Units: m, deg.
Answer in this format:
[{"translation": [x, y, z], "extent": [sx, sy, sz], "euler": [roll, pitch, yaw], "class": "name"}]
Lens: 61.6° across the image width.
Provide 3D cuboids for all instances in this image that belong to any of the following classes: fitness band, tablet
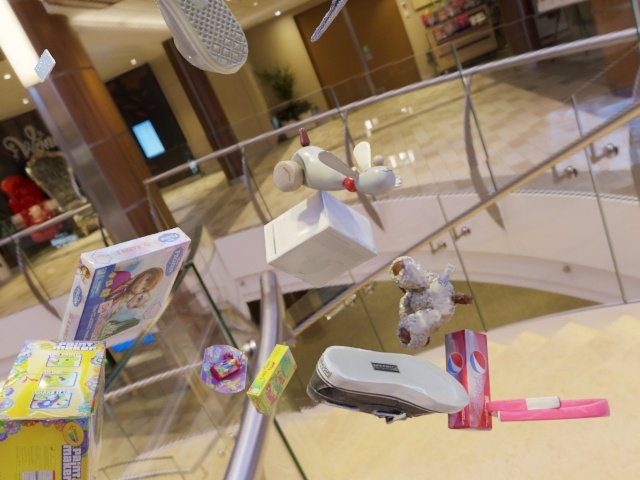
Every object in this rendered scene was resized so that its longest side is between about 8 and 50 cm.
[{"translation": [0.562, 0.423, 1.341], "extent": [0.209, 0.054, 0.291], "euler": [17, -26, -42], "class": "fitness band"}, {"translation": [-0.600, -0.379, 1.169], "extent": [0.054, 0.006, 0.083], "euler": [-52, 50, 10], "class": "tablet"}]

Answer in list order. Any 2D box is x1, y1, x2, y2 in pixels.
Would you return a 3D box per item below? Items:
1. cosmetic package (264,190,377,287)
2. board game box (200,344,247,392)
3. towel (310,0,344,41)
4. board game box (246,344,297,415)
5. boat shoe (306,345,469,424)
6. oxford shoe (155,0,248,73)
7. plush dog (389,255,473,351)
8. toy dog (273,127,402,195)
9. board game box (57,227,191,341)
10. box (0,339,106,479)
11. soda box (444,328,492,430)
[{"translation": [0.000, 0.000, 1.521], "extent": [0.225, 0.224, 0.138], "euler": [-30, 51, 29], "class": "cosmetic package"}, {"translation": [-0.277, 0.367, 1.582], "extent": [0.168, 0.133, 0.033], "euler": [-92, 25, -51], "class": "board game box"}, {"translation": [0.095, -0.686, 1.376], "extent": [0.336, 0.040, 0.243], "euler": [-57, 11, -15], "class": "towel"}, {"translation": [-0.137, 0.402, 1.556], "extent": [0.043, 0.092, 0.181], "euler": [4, 40, 29], "class": "board game box"}, {"translation": [0.123, 0.276, 0.971], "extent": [0.306, 0.104, 0.113], "euler": [13, 29, -26], "class": "boat shoe"}, {"translation": [-0.320, -0.572, 1.198], "extent": [0.169, 0.449, 0.130], "euler": [-37, 17, -26], "class": "oxford shoe"}, {"translation": [0.296, 0.184, 1.533], "extent": [0.211, 0.262, 0.225], "euler": [-3, -16, -9], "class": "plush dog"}, {"translation": [0.038, -0.203, 1.354], "extent": [0.334, 0.160, 0.220], "euler": [2, 16, 22], "class": "toy dog"}, {"translation": [-0.542, 0.134, 1.500], "extent": [0.318, 0.066, 0.318], "euler": [-24, -31, -54], "class": "board game box"}, {"translation": [-0.568, 0.406, 1.143], "extent": [0.177, 0.289, 0.279], "euler": [4, 20, -17], "class": "box"}, {"translation": [0.406, 0.385, 1.480], "extent": [0.083, 0.092, 0.263], "euler": [-31, 50, 51], "class": "soda box"}]
